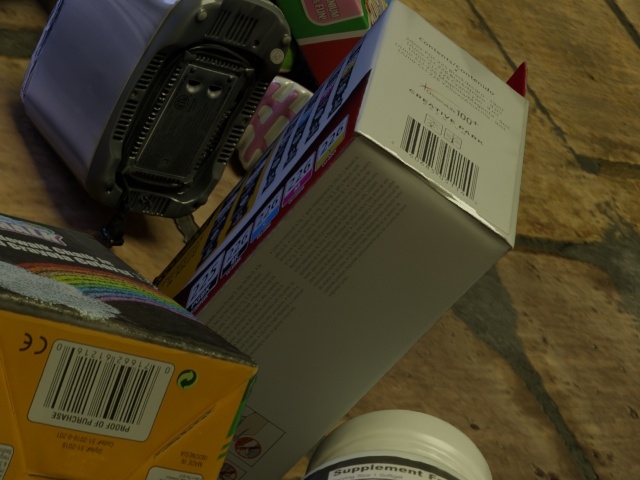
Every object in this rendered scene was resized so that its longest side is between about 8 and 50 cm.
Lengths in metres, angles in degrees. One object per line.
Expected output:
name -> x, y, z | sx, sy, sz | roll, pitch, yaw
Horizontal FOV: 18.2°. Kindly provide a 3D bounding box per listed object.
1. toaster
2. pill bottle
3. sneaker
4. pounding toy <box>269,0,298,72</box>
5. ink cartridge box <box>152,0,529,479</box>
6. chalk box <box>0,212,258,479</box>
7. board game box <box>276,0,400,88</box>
toaster -> -0.135, -0.122, 1.524 | 0.129, 0.227, 0.146 | 10, 26, -45
pill bottle -> 0.039, 0.230, 1.240 | 0.162, 0.162, 0.278 | 37, 23, -10
sneaker -> 0.022, -0.056, 1.733 | 0.236, 0.095, 0.104 | 42, 22, -11
pounding toy -> -0.110, -0.232, 1.710 | 0.237, 0.110, 0.183 | 10, 17, -43
ink cartridge box -> 0.000, 0.000, 1.399 | 0.130, 0.309, 0.272 | 36, 29, -12
chalk box -> -0.200, 0.082, 1.136 | 0.180, 0.179, 0.289 | 17, 8, -35
board game box -> 0.015, -0.228, 1.808 | 0.242, 0.064, 0.316 | -95, 162, -50
